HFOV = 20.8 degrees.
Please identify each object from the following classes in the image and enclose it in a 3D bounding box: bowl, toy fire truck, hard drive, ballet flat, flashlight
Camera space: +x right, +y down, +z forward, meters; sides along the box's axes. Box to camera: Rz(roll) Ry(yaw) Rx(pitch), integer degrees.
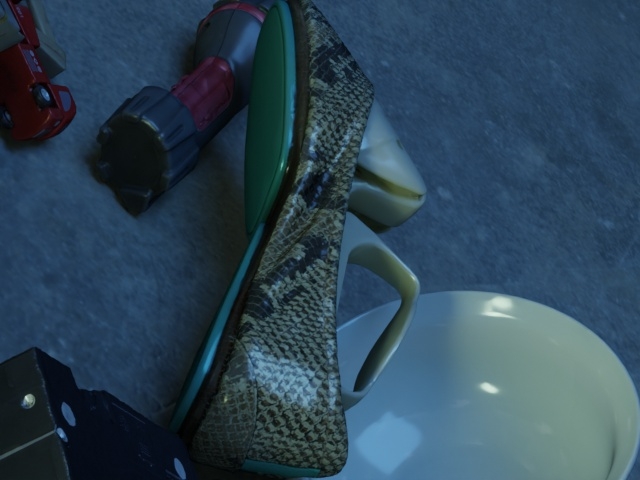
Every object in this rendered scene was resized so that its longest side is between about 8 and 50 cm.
[{"bbox_3d":[0.116,0.187,1.449,0.298,0.134,0.298,-4,42,4],"label":"bowl"},{"bbox_3d":[-0.260,-0.175,1.523,0.192,0.047,0.135,63,19,6],"label":"toy fire truck"},{"bbox_3d":[-0.116,0.258,1.150,0.237,0.064,0.339,45,20,-59],"label":"hard drive"},{"bbox_3d":[0.000,0.000,1.479,0.182,0.164,0.483,17,50,-9],"label":"ballet flat"},{"bbox_3d":[-0.111,-0.144,1.619,0.103,0.103,0.304,46,32,-4],"label":"flashlight"}]

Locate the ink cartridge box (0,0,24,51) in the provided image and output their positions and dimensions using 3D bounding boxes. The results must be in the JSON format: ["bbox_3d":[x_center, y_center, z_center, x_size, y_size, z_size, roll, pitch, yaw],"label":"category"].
[{"bbox_3d":[-0.301,-0.174,1.357,0.061,0.104,0.181,63,-2,2],"label":"ink cartridge box"}]
